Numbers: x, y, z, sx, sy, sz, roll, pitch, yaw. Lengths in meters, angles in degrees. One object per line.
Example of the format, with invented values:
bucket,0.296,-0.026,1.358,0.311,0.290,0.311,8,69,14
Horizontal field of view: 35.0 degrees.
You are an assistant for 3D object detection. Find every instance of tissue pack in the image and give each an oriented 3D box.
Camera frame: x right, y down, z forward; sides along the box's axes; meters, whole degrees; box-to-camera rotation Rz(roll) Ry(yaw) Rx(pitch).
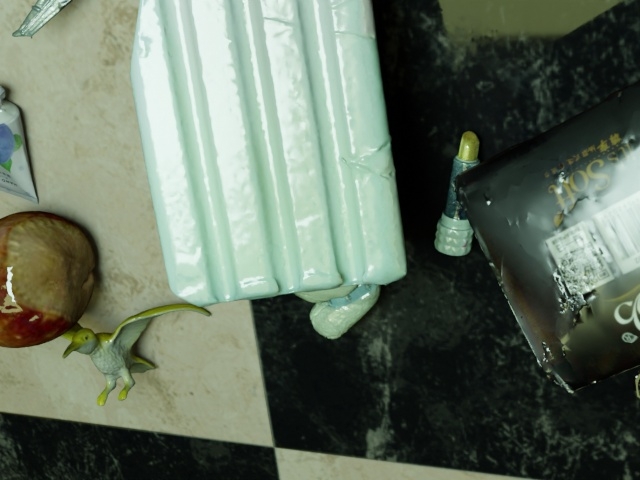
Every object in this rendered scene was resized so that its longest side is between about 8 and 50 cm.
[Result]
tissue pack,0.307,-0.042,0.755,0.370,0.198,0.210,-28,87,32

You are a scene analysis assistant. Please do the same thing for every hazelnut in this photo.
hazelnut,-0.319,0.041,1.093,0.143,0.154,0.143,5,157,2

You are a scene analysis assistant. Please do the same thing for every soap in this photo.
soap,-0.050,-0.128,0.870,0.208,0.115,0.347,-8,102,4

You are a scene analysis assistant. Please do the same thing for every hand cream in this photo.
hand cream,-0.348,-0.103,1.093,0.084,0.053,0.142,18,132,10

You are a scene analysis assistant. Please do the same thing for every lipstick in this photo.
lipstick,0.131,-0.044,0.942,0.037,0.037,0.116,14,117,14

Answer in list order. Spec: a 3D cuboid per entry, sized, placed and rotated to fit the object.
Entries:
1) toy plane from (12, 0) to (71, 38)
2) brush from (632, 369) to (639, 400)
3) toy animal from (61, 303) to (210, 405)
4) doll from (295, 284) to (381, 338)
toy plane,-0.223,-0.287,0.935,0.226,0.058,0.226,20,106,11
brush,0.385,0.022,0.870,0.070,0.065,0.328,39,117,21
toy animal,-0.231,0.131,1.118,0.219,0.155,0.095,-11,103,18
doll,0.000,0.000,0.993,0.103,0.071,0.214,-7,110,26
